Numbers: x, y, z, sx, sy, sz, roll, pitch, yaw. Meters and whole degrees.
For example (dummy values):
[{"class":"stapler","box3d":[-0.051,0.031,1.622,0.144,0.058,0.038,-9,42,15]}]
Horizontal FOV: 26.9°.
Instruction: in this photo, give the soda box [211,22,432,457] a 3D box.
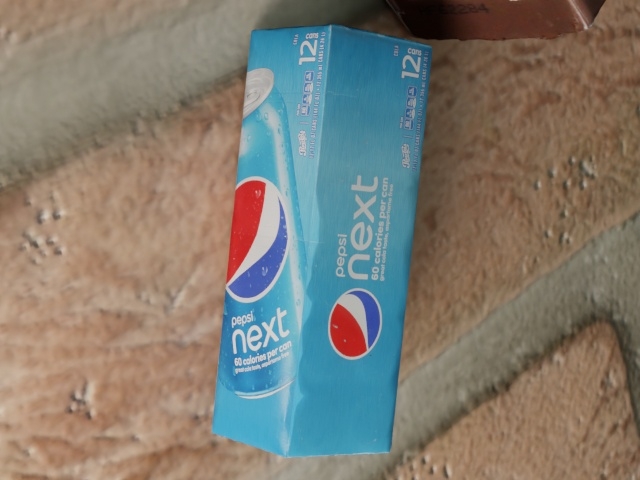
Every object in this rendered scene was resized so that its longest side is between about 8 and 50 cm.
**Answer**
[{"class":"soda box","box3d":[0.000,0.000,0.679,0.071,0.067,0.210,5,91,-40]}]

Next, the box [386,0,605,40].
[{"class":"box","box3d":[0.134,-0.311,0.719,0.191,0.143,0.381,48,66,-32]}]
